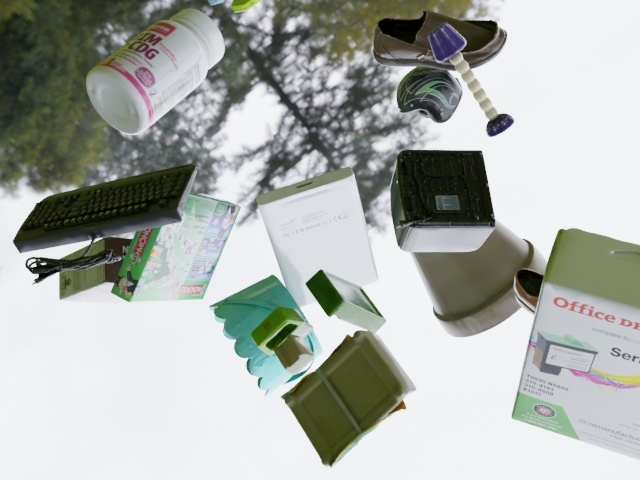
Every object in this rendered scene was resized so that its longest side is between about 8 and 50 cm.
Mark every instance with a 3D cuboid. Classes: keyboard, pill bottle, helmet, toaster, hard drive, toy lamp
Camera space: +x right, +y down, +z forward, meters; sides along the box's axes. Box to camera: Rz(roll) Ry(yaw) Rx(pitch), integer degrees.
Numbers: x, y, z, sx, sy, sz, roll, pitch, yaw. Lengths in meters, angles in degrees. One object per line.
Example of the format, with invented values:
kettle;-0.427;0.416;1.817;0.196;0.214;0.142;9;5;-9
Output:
keyboard;-0.349;-0.027;1.357;0.317;0.033;0.201;-11;-134;23
pill bottle;-0.341;-0.363;1.846;0.160;0.160;0.283;-9;-148;49
helmet;0.299;-0.413;2.457;0.169;0.162;0.169;-53;-162;26
toaster;0.208;-0.071;1.569;0.186;0.110;0.168;-1;-120;-8
hard drive;0.000;0.000;2.127;0.233;0.353;0.047;-18;-139;-2
toy lamp;0.328;-0.356;1.929;0.080;0.274;0.080;-34;-164;11

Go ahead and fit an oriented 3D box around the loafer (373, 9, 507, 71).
loafer;0.300;-0.528;2.288;0.366;0.130;0.133;0;-123;21

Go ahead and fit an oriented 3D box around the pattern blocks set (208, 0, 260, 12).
pattern blocks set;-0.112;-0.630;2.070;0.325;0.026;0.285;14;-124;47

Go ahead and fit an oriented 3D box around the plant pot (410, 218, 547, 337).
plant pot;0.376;0.041;2.269;0.323;0.280;0.323;-35;-164;12

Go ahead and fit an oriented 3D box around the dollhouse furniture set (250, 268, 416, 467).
dollhouse furniture set;0.042;0.230;1.536;0.197;0.151;0.301;-44;-126;12

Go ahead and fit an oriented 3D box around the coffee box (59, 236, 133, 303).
coffee box;-0.442;0.067;1.853;0.247;0.141;0.098;-18;-108;49

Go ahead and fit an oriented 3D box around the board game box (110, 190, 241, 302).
board game box;-0.265;0.011;1.666;0.213;0.046;0.317;-66;165;4

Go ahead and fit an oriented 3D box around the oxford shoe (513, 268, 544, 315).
oxford shoe;0.399;0.115;1.432;0.212;0.076;0.076;34;-105;36

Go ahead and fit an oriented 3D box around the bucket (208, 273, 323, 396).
bucket;-0.131;0.231;2.180;0.183;0.281;0.281;-33;-158;-10

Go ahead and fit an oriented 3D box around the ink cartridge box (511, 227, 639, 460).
ink cartridge box;0.381;0.142;1.162;0.202;0.278;0.117;16;-137;17
